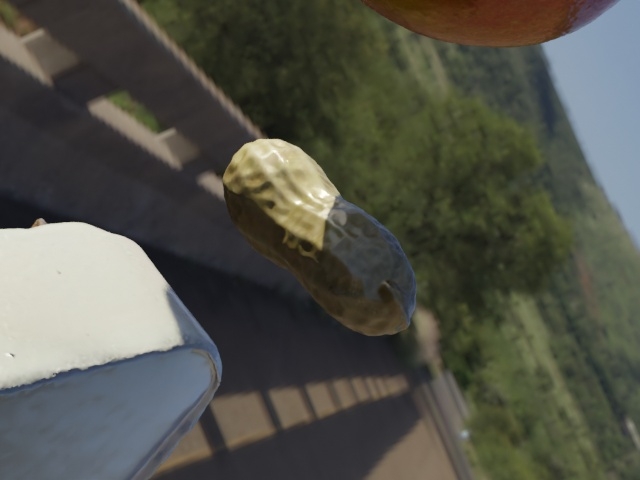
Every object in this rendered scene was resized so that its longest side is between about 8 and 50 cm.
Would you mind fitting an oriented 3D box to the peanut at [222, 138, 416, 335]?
[{"bbox_3d":[0.000,0.000,1.649,0.298,0.120,0.136,44,-10,32],"label":"peanut"}]

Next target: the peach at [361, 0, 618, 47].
[{"bbox_3d":[0.179,-0.344,1.561,0.242,0.381,0.306,-67,150,-57],"label":"peach"}]

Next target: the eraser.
[{"bbox_3d":[-0.259,0.152,0.951,0.150,0.331,0.331,46,-6,32],"label":"eraser"}]

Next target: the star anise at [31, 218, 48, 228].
[{"bbox_3d":[-0.369,0.076,2.095,0.093,0.236,0.229,65,28,-71],"label":"star anise"}]
